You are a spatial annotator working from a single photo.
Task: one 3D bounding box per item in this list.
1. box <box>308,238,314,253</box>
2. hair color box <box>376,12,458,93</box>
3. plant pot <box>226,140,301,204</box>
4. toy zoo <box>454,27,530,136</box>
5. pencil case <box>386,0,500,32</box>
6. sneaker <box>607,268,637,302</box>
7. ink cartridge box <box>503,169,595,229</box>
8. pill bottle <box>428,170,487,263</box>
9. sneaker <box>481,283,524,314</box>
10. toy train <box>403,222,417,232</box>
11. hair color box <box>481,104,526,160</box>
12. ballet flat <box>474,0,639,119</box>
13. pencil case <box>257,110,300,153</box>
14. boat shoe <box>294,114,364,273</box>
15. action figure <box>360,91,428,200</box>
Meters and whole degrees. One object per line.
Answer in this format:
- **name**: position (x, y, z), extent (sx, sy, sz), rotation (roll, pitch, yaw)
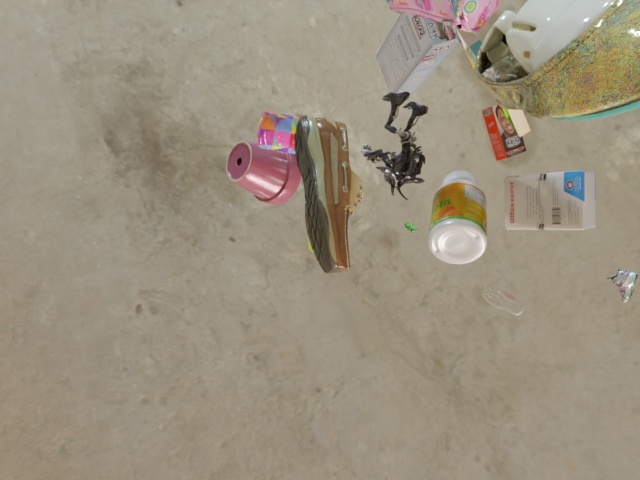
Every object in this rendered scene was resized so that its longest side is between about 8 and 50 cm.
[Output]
- **box**: position (0.000, 0.000, 1.635), extent (0.042, 0.178, 0.109), rotation (-32, 58, -22)
- **hair color box**: position (0.328, -0.674, 1.613), extent (0.113, 0.374, 0.186), rotation (-19, 86, -13)
- **plant pot**: position (-0.188, -0.225, 1.451), extent (0.201, 0.180, 0.202), rotation (-10, 76, 41)
- **toy zoo**: position (0.396, -0.401, 1.092), extent (0.030, 0.192, 0.293), rotation (-31, 57, 22)
- **pencil case**: position (0.266, -0.555, 1.043), extent (0.124, 0.124, 0.284), rotation (-42, 47, -3)
- **sneaker**: position (0.853, 0.125, 1.313), extent (0.069, 0.038, 0.098), rotation (24, 124, 42)
- **ink cartridge box**: position (0.602, -0.104, 1.219), extent (0.203, 0.085, 0.148), rotation (3, 99, 49)
- **pill bottle**: position (0.352, -0.069, 1.176), extent (0.136, 0.136, 0.246), rotation (12, 44, 8)
- **sneaker**: position (0.512, 0.163, 1.319), extent (0.134, 0.070, 0.051), rotation (30, 101, -4)
- **toy train**: position (0.305, -0.046, 1.562), extent (0.023, 0.083, 0.017), rotation (-18, 110, -2)
- **hair color box**: position (0.487, -0.291, 1.222), extent (0.071, 0.043, 0.141), rotation (-22, 96, -18)
- **ballet flat**: position (0.228, -0.189, 0.460), extent (0.123, 0.348, 0.123), rotation (2, 106, 6)
- **pencil case**: position (-0.043, -0.259, 1.174), extent (0.236, 0.104, 0.105), rotation (11, 80, -7)
- **boat shoe**: position (0.030, -0.100, 0.915), extent (0.119, 0.122, 0.324), rotation (-6, 81, -15)
- **action figure**: position (0.207, -0.242, 1.233), extent (0.163, 0.141, 0.276), rotation (12, 84, -23)
